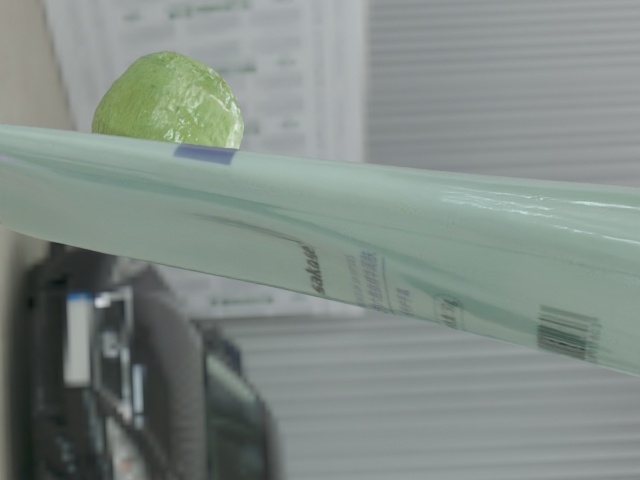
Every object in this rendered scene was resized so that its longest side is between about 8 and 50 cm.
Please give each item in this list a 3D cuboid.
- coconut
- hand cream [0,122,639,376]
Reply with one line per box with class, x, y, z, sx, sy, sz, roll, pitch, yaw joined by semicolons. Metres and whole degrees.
coconut;-0.090;-0.058;1.059;0.096;0.088;0.088;-58;173;-11
hand cream;0.000;0.000;0.657;0.109;0.321;0.067;68;31;-70
